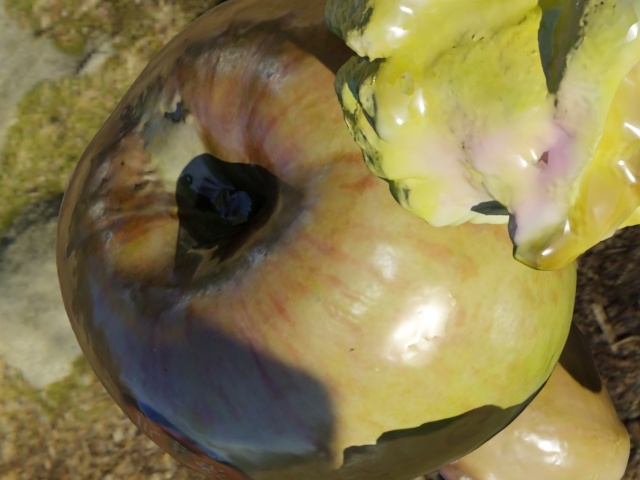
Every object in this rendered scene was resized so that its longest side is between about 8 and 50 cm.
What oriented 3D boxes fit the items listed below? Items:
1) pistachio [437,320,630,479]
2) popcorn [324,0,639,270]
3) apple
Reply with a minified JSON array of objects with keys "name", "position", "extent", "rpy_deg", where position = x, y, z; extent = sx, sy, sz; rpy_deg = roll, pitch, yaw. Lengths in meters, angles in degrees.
[{"name":"pistachio","position":[0.129,0.112,0.896],"extent":[0.210,0.165,0.130],"rpy_deg":[47,142,-12]},{"name":"popcorn","position":[0.074,-0.058,0.391],"extent":[0.125,0.145,0.126],"rpy_deg":[-64,20,21]},{"name":"apple","position":[0.000,0.000,0.593],"extent":[0.261,0.194,0.260],"rpy_deg":[-13,67,32]}]
